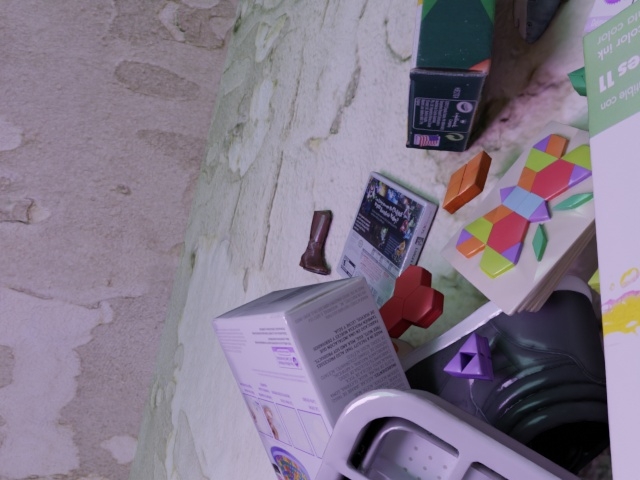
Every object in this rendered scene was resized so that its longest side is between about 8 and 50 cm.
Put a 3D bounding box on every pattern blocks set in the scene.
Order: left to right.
[{"bbox_3d":[0.190,-0.026,0.548,0.325,0.026,0.285,-58,25,-6],"label":"pattern blocks set"}]

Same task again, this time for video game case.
[{"bbox_3d":[0.089,0.002,0.897,0.173,0.022,0.190,-71,23,13],"label":"video game case"}]

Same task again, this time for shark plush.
[{"bbox_3d":[0.266,-0.289,0.649,0.161,0.073,0.067,-39,66,33],"label":"shark plush"}]

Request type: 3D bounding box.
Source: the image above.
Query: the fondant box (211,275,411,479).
[{"bbox_3d":[0.016,0.213,0.653,0.238,0.096,0.331,-17,95,64],"label":"fondant box"}]

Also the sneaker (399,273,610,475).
[{"bbox_3d":[0.145,0.168,0.572,0.296,0.104,0.147,-50,30,39],"label":"sneaker"}]

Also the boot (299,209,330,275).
[{"bbox_3d":[0.000,0.000,1.086,0.106,0.037,0.114,23,94,64],"label":"boot"}]

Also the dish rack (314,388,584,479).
[{"bbox_3d":[0.110,0.283,0.464,0.072,0.285,0.333,-27,-39,-60],"label":"dish rack"}]

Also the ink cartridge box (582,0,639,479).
[{"bbox_3d":[0.243,0.057,0.284,0.119,0.207,0.354,-28,52,58],"label":"ink cartridge box"}]

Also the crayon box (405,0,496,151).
[{"bbox_3d":[0.156,-0.289,0.716,0.202,0.081,0.319,62,-146,-75],"label":"crayon box"}]

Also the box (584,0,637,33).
[{"bbox_3d":[0.320,-0.159,0.386,0.324,0.067,0.063,32,106,61],"label":"box"}]

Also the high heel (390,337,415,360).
[{"bbox_3d":[0.027,0.238,0.860,0.377,0.127,0.182,-20,88,58],"label":"high heel"}]
